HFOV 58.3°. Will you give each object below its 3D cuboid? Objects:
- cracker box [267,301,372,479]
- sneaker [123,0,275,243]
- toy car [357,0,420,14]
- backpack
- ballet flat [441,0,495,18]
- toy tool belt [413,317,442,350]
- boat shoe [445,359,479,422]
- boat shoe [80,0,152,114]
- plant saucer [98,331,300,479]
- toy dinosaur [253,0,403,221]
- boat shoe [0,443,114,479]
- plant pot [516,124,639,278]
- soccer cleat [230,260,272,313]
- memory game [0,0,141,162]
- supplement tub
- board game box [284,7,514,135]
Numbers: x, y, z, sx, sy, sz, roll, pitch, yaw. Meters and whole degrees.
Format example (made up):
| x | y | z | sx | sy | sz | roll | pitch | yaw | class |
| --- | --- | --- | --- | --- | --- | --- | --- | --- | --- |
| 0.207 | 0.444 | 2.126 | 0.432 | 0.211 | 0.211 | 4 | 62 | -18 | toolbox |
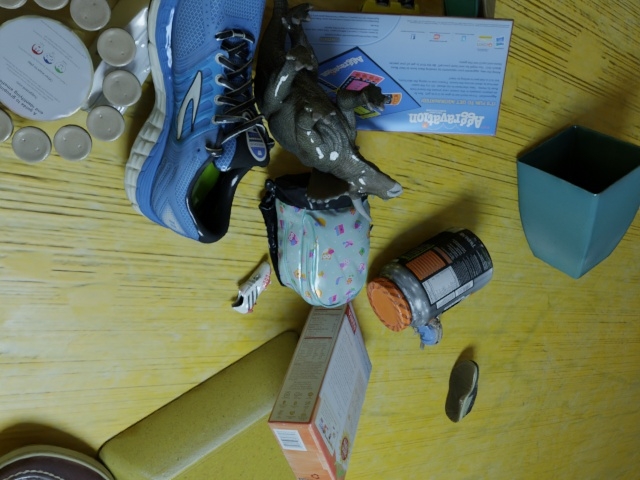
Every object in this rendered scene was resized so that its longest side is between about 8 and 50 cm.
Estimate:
| x | y | z | sx | sy | sz | roll | pitch | yaw | class |
| --- | --- | --- | --- | --- | --- | --- | --- | --- | --- |
| 0.009 | 0.221 | 0.844 | 0.232 | 0.067 | 0.155 | -66 | 145 | -49 | cracker box |
| -0.099 | -0.143 | 0.598 | 0.130 | 0.147 | 0.329 | -20 | 136 | -50 | sneaker |
| 0.162 | -0.317 | 0.802 | 0.239 | 0.053 | 0.225 | 32 | 90 | -40 | toy car |
| 0.000 | 0.000 | 0.790 | 0.152 | 0.115 | 0.181 | -10 | 115 | -31 | backpack |
| 0.201 | -0.277 | 0.766 | 0.086 | 0.086 | 0.248 | -14 | 117 | -29 | ballet flat |
| 0.190 | 0.156 | 1.033 | 0.051 | 0.052 | 0.083 | -37 | 126 | -26 | toy tool belt |
| 0.294 | 0.302 | 1.173 | 0.049 | 0.056 | 0.152 | -12 | 126 | -36 | boat shoe |
| -0.189 | -0.206 | 0.604 | 0.063 | 0.066 | 0.184 | 32 | 90 | -50 | boat shoe |
| -0.115 | 0.356 | 0.894 | 0.333 | 0.081 | 0.332 | -30 | 124 | -21 | plant saucer |
| -0.025 | -0.157 | 0.657 | 0.121 | 0.160 | 0.313 | -37 | 86 | -32 | toy dinosaur |
| -0.306 | 0.397 | 0.744 | 0.123 | 0.123 | 0.341 | -28 | 126 | -13 | boat shoe |
| 0.481 | -0.059 | 1.074 | 0.166 | 0.165 | 0.234 | -30 | 132 | -20 | plant pot |
| -0.097 | 0.066 | 0.809 | 0.036 | 0.029 | 0.083 | 21 | 102 | -43 | soccer cleat |
| -0.268 | -0.165 | 0.555 | 0.186 | 0.012 | 0.186 | -3 | 107 | -10 | memory game |
| 0.177 | 0.065 | 0.941 | 0.190 | 0.117 | 0.117 | -27 | 123 | -21 | supplement tub |
| 0.091 | -0.211 | 0.726 | 0.282 | 0.027 | 0.145 | 2 | 111 | -2 | board game box |
